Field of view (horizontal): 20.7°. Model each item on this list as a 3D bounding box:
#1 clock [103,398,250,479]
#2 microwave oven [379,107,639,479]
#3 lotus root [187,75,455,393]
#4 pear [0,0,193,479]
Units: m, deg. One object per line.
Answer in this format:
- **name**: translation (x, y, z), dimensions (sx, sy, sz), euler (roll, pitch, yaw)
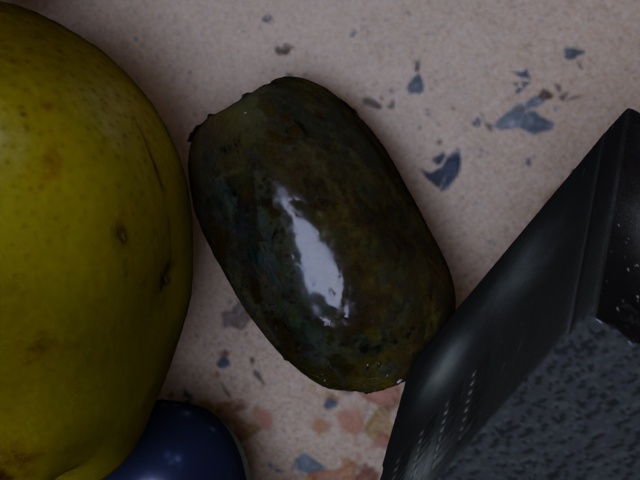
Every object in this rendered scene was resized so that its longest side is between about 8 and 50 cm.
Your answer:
- **clock**: translation (-0.112, 0.253, 1.515), dimensions (0.200, 0.146, 0.243), euler (-24, 96, 36)
- **microwave oven**: translation (0.295, 0.179, 1.242), dimensions (0.432, 0.236, 0.374), euler (30, 130, -7)
- **lotus root**: translation (0.000, 0.000, 1.429), dimensions (0.160, 0.152, 0.275), euler (-35, 88, 33)
- **pear**: translation (-0.274, 0.009, 1.397), dimensions (0.362, 0.362, 0.418), euler (-19, 77, 18)
